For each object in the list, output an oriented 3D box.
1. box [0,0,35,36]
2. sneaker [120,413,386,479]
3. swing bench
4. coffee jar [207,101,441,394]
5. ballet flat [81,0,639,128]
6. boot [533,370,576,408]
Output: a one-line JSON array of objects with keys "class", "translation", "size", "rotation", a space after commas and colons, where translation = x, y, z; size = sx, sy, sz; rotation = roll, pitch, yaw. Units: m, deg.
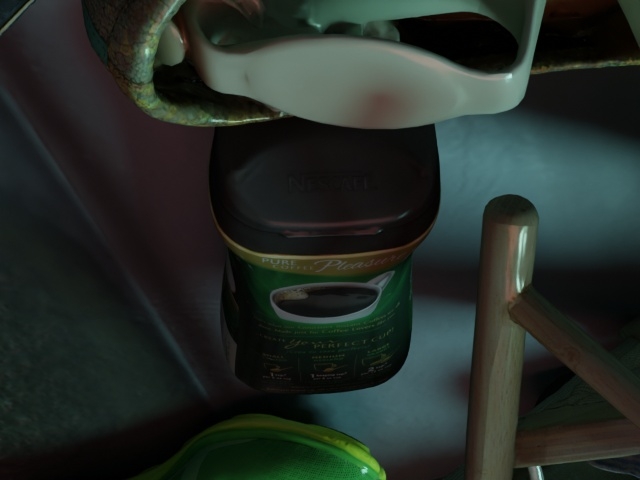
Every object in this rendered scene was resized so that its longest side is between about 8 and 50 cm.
[{"class": "box", "translation": [-0.143, -0.208, 0.329], "size": [0.293, 0.073, 0.295], "rotation": [31, 128, -34]}, {"class": "sneaker", "translation": [-0.089, 0.196, 0.768], "size": [0.295, 0.124, 0.109], "rotation": [-23, 136, 18]}, {"class": "swing bench", "translation": [0.167, 0.071, 0.533], "size": [0.253, 0.165, 0.255], "rotation": [-31, 152, -35]}, {"class": "coffee jar", "translation": [0.000, 0.000, 0.560], "size": [0.096, 0.079, 0.184], "rotation": [-2, 151, -4]}, {"class": "ballet flat", "translation": [0.086, -0.097, 0.453], "size": [0.348, 0.123, 0.123], "rotation": [-6, 140, 0]}, {"class": "boot", "translation": [0.299, 0.194, 0.759], "size": [0.347, 0.131, 0.260], "rotation": [8, 142, 27]}]
